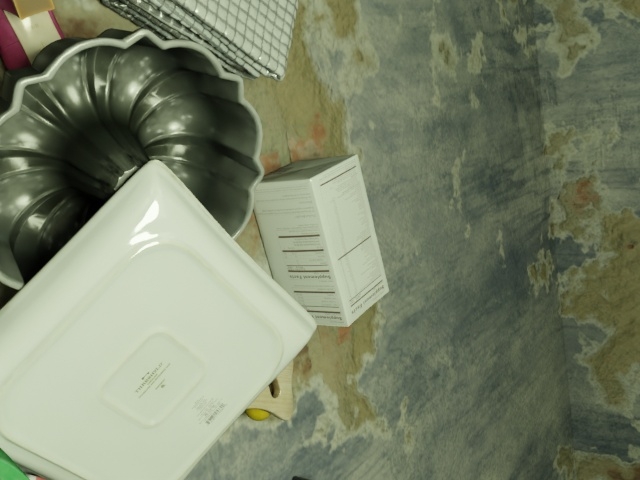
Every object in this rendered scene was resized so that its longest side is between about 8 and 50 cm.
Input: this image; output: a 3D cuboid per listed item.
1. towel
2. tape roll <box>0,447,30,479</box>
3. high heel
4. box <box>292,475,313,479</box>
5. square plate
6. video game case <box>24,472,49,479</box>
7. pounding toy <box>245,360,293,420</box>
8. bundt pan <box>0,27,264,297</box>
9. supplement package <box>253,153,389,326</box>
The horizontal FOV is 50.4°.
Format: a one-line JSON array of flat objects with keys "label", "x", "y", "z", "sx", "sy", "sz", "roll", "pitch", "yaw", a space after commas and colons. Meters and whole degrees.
[{"label": "towel", "x": -0.155, "y": -0.372, "z": 0.928, "sx": 0.283, "sy": 0.121, "sz": 0.235, "roll": 25, "pitch": 68, "yaw": -47}, {"label": "tape roll", "x": -0.396, "y": 0.313, "z": 0.579, "sx": 0.321, "sy": 0.077, "sz": 0.322, "roll": -16, "pitch": 113, "yaw": -42}, {"label": "high heel", "x": -0.325, "y": -0.200, "z": 0.769, "sx": 0.082, "sy": 0.117, "sz": 0.244, "roll": -31, "pitch": 135, "yaw": -26}, {"label": "box", "x": -0.028, "y": 0.565, "z": 1.119, "sx": 0.216, "sy": 0.060, "sz": 0.270, "roll": 56, "pitch": 49, "yaw": -34}, {"label": "square plate", "x": -0.193, "y": 0.144, "z": 0.769, "sx": 0.347, "sy": 0.049, "sz": 0.344, "roll": -47, "pitch": 129, "yaw": -8}, {"label": "video game case", "x": -0.279, "y": 0.414, "z": 0.829, "sx": 0.285, "sy": 0.025, "sz": 0.204, "roll": 38, "pitch": 60, "yaw": -45}, {"label": "pounding toy", "x": -0.123, "y": 0.195, "z": 0.927, "sx": 0.269, "sy": 0.154, "sz": 0.154, "roll": 34, "pitch": 61, "yaw": -43}, {"label": "bundt pan", "x": -0.230, "y": -0.080, "z": 0.754, "sx": 0.330, "sy": 0.124, "sz": 0.331, "roll": -25, "pitch": 132, "yaw": -31}, {"label": "supplement package", "x": 0.000, "y": 0.000, "z": 1.103, "sx": 0.139, "sy": 0.133, "sz": 0.244, "roll": -32, "pitch": 114, "yaw": -48}]
